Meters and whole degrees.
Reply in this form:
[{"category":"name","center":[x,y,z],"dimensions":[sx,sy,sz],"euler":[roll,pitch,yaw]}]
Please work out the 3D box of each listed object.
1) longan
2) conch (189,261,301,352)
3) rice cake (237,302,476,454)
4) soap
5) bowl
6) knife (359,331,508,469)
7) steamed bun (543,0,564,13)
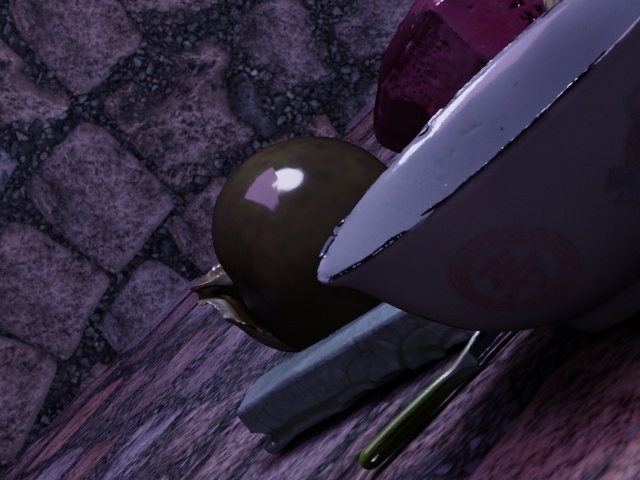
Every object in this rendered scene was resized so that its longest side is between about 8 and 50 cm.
[{"category":"longan","center":[0.000,0.000,1.654],"dimensions":[0.196,0.220,0.196],"euler":[-23,-29,-14]},{"category":"conch","center":[-0.031,0.053,1.772],"dimensions":[0.155,0.207,0.130],"euler":[-135,50,-63]},{"category":"rice cake","center":[0.038,0.097,1.431],"dimensions":[0.336,0.063,0.066],"euler":[-37,13,49]},{"category":"soap","center":[0.168,-0.181,1.765],"dimensions":[0.220,0.127,0.325],"euler":[-36,-14,-8]},{"category":"bowl","center":[0.171,-0.043,1.099],"dimensions":[0.345,0.157,0.345],"euler":[-44,8,7]},{"category":"knife","center":[0.096,0.102,1.242],"dimensions":[0.184,0.022,0.026],"euler":[-44,32,-4]},{"category":"steamed bun","center":[0.302,-0.214,1.373],"dimensions":[0.152,0.170,0.238],"euler":[-27,-5,-33]}]
